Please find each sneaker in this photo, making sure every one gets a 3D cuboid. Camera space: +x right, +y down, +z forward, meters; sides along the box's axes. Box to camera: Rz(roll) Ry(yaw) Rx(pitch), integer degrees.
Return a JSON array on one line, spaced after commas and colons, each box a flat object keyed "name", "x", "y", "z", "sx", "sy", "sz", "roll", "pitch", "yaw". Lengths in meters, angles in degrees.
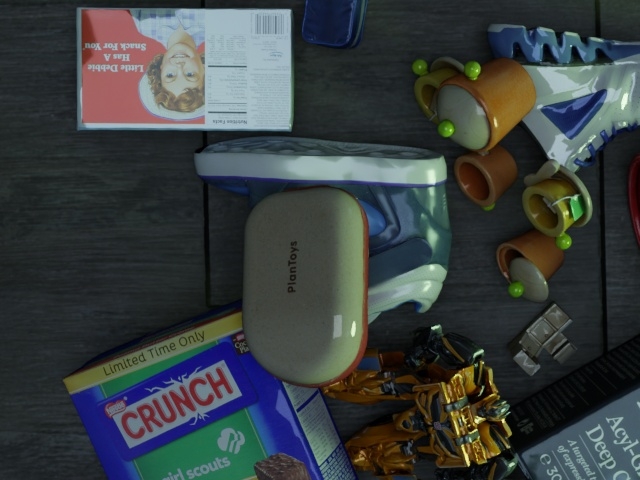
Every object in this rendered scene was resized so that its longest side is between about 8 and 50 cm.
[{"name": "sneaker", "x": 0.351, "y": -0.160, "z": 1.776, "sx": 0.316, "sy": 0.127, "sz": 0.182, "roll": 9, "pitch": 99, "yaw": 6}, {"name": "sneaker", "x": 0.000, "y": 0.000, "z": 1.780, "sx": 0.323, "sy": 0.130, "sz": 0.236, "roll": 3, "pitch": 105, "yaw": 9}]

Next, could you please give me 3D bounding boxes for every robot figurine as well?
[{"name": "robot figurine", "x": 0.113, "y": 0.211, "z": 1.734, "sx": 0.085, "sy": 0.291, "sz": 0.211, "roll": -23, "pitch": 97, "yaw": -35}]

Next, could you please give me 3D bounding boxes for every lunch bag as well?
[{"name": "lunch bag", "x": 0.020, "y": -0.287, "z": 1.782, "sx": 0.067, "sy": 0.065, "sz": 0.098, "roll": 12, "pitch": 97, "yaw": 14}]

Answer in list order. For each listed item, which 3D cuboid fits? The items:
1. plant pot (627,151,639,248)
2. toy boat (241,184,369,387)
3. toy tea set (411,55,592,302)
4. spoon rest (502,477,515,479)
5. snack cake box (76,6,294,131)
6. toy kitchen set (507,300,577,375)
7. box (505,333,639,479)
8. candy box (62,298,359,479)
[{"name": "plant pot", "x": 0.487, "y": -0.035, "z": 1.753, "sx": 0.174, "sy": 0.191, "sz": 0.191, "roll": -14, "pitch": 96, "yaw": -7}, {"name": "toy boat", "x": -0.003, "y": 0.058, "z": 1.676, "sx": 0.151, "sy": 0.151, "sz": 0.231, "roll": -5, "pitch": 74, "yaw": 24}, {"name": "toy tea set", "x": 0.205, "y": -0.070, "z": 1.733, "sx": 0.124, "sy": 0.200, "sz": 0.336, "roll": -33, "pitch": 100, "yaw": -26}, {"name": "spoon rest", "x": 0.155, "y": 0.389, "z": 1.795, "sx": 0.276, "sy": 0.137, "sz": 0.084, "roll": -47, "pitch": 60, "yaw": 26}, {"name": "snack cake box", "x": -0.164, "y": -0.211, "z": 1.777, "sx": 0.264, "sy": 0.089, "sz": 0.152, "roll": 1, "pitch": 98, "yaw": 0}, {"name": "toy kitchen set", "x": 0.292, "y": 0.135, "z": 1.819, "sx": 0.068, "sy": 0.075, "sz": 0.083, "roll": 44, "pitch": 98, "yaw": -5}, {"name": "box", "x": 0.462, "y": 0.265, "z": 1.767, "sx": 0.395, "sy": 0.212, "sz": 0.293, "roll": -31, "pitch": 94, "yaw": 2}, {"name": "candy box", "x": -0.124, "y": 0.254, "z": 1.779, "sx": 0.268, "sy": 0.122, "sz": 0.317, "roll": -22, "pitch": 94, "yaw": 19}]
